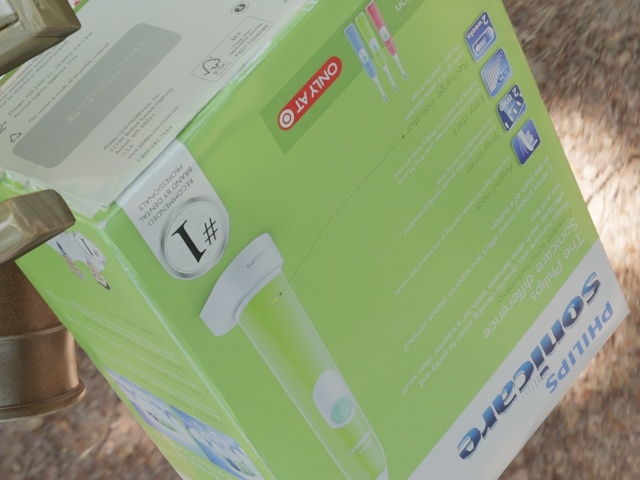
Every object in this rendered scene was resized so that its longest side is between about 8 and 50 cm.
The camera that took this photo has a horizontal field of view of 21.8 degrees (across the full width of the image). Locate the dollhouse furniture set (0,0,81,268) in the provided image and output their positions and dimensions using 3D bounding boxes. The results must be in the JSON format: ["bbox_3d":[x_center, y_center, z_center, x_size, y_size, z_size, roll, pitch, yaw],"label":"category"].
[{"bbox_3d":[-0.182,-0.056,0.422,0.161,0.242,0.212,-29,92,9],"label":"dollhouse furniture set"}]

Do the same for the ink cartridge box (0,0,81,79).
[{"bbox_3d":[-0.226,-0.255,1.836,0.285,0.395,0.166,35,125,26],"label":"ink cartridge box"}]

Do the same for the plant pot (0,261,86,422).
[{"bbox_3d":[-0.209,0.003,0.892,0.167,0.167,0.165,2,95,11],"label":"plant pot"}]

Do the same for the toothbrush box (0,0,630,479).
[{"bbox_3d":[0.000,0.000,0.736,0.206,0.122,0.283,-49,133,-19],"label":"toothbrush box"}]
